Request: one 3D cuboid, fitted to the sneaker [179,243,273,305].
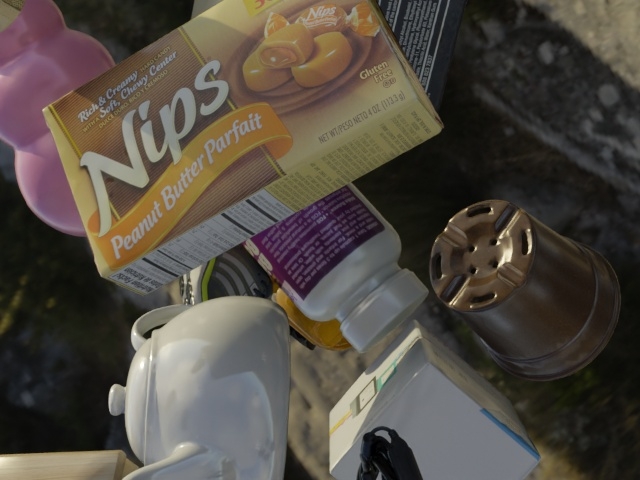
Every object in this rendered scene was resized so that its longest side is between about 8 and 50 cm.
[{"bbox_3d":[-0.123,0.083,1.719,0.300,0.121,0.111,-95,17,-46],"label":"sneaker"}]

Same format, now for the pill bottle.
[{"bbox_3d":[0.000,0.000,1.726,0.301,0.169,0.169,48,140,11],"label":"pill bottle"}]

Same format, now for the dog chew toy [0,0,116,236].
[{"bbox_3d":[-0.331,-0.171,1.636,0.206,0.206,0.332,-19,107,50],"label":"dog chew toy"}]

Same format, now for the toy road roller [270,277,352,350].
[{"bbox_3d":[-0.034,0.029,1.960,0.329,0.202,0.240,41,180,-17],"label":"toy road roller"}]

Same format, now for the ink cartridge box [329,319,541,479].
[{"bbox_3d":[0.146,0.264,1.758,0.198,0.270,0.197,41,97,-5],"label":"ink cartridge box"}]

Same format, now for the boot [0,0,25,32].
[{"bbox_3d":[-0.372,-0.219,1.130,0.095,0.262,0.203,29,176,36],"label":"boot"}]

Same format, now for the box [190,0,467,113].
[{"bbox_3d":[0.011,-0.314,1.577,0.183,0.294,0.296,-130,49,-59],"label":"box"}]

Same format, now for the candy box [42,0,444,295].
[{"bbox_3d":[-0.074,-0.107,1.144,0.316,0.087,0.183,-29,66,12],"label":"candy box"}]

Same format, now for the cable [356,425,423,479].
[{"bbox_3d":[0.076,0.303,1.393,0.150,0.047,0.184,115,141,-49],"label":"cable"}]

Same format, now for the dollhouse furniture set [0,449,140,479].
[{"bbox_3d":[-0.263,0.461,1.406,0.362,0.394,0.256,-6,147,24],"label":"dollhouse furniture set"}]

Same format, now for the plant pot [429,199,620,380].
[{"bbox_3d":[0.207,0.045,1.370,0.167,0.167,0.165,13,165,42],"label":"plant pot"}]

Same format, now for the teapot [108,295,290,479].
[{"bbox_3d":[-0.133,0.171,1.390,0.256,0.187,0.252,111,161,-75],"label":"teapot"}]
